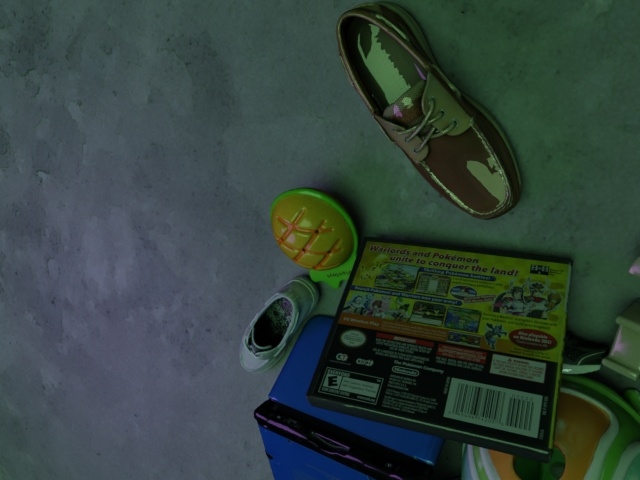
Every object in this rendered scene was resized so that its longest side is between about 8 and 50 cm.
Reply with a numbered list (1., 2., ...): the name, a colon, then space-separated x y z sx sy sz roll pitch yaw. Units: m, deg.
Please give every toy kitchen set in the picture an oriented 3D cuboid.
1. toy kitchen set: 0.450 0.100 0.629 0.207 0.122 0.165 26 117 43

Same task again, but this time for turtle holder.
1. turtle holder: 0.276 0.331 0.703 0.244 0.227 0.320 23 114 21

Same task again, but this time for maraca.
1. maraca: 0.000 0.000 0.847 0.127 0.099 0.185 -12 124 34

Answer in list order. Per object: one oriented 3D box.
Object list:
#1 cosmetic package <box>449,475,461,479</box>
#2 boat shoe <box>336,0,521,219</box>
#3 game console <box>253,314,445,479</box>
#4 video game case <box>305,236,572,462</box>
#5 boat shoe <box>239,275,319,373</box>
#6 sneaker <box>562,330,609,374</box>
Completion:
1. cosmetic package: 0.182 0.506 0.860 0.225 0.138 0.224 -37 84 30
2. boat shoe: 0.122 -0.156 0.719 0.123 0.116 0.324 -42 82 31
3. game console: 0.066 0.279 0.841 0.293 0.173 0.250 9 120 41
4. video game case: 0.150 0.113 0.708 0.275 0.248 0.035 7 144 23
5. boat shoe: -0.087 0.147 0.939 0.079 0.081 0.227 43 124 13
6. sneaker: 0.273 0.119 0.742 0.179 0.072 0.077 7 97 22
